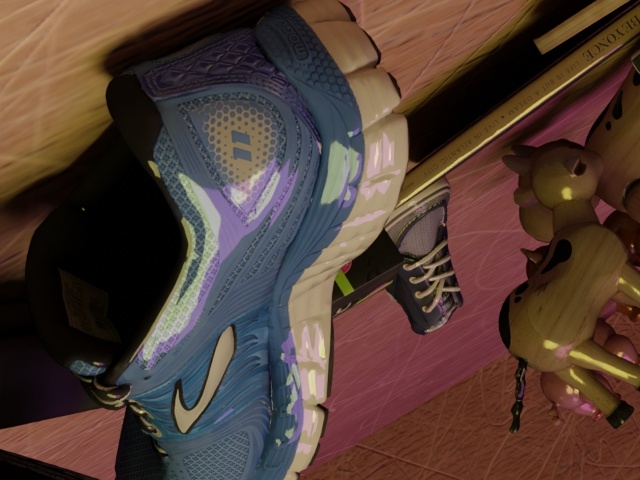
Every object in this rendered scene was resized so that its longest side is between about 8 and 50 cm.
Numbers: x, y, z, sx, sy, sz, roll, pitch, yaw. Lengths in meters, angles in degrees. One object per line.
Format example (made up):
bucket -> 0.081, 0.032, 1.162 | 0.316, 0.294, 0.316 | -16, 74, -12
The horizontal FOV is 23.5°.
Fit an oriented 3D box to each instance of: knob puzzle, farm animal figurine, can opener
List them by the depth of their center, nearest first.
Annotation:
can opener -> -0.120, 0.038, 0.849 | 0.283, 0.076, 0.095 | -3, 115, -67
knob puzzle -> 0.200, -0.168, 0.869 | 0.213, 0.030, 0.213 | -33, -178, 1
farm animal figurine -> 0.225, -0.040, 1.150 | 0.327, 0.172, 0.330 | -55, 176, 14

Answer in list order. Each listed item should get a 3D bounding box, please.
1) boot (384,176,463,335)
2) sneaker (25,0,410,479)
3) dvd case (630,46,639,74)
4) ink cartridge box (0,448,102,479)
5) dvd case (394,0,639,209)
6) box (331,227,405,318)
boot -> 0.082, 0.013, 1.174 | 0.069, 0.086, 0.190 | -31, 168, -9
sneaker -> -0.073, 0.029, 0.722 | 0.147, 0.130, 0.330 | -13, 140, -26
dvd case -> 0.285, -0.182, 0.929 | 0.179, 0.029, 0.238 | -41, 179, 31
ink cartridge box -> -0.179, 0.113, 0.658 | 0.371, 0.175, 0.069 | 57, 49, -74
dvd case -> 0.141, -0.096, 0.975 | 0.221, 0.018, 0.164 | -37, 180, 15
box -> 0.000, 0.000, 0.916 | 0.062, 0.083, 0.052 | -30, 168, -15
